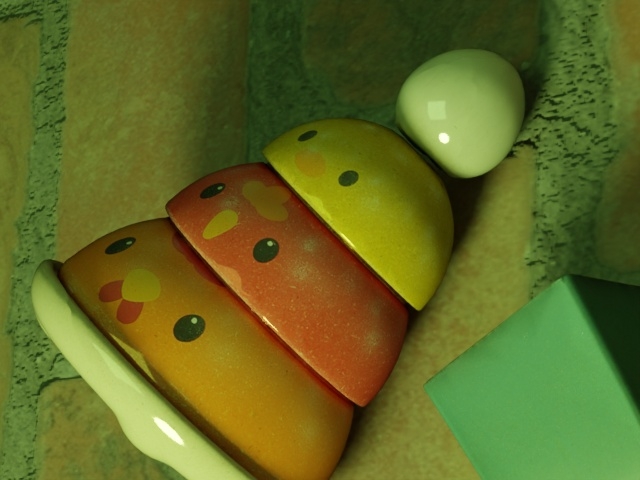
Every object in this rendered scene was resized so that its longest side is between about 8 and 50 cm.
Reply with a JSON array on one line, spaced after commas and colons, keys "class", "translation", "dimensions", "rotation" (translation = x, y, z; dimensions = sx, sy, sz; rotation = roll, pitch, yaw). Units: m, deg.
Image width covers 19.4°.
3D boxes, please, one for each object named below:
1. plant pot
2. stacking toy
[{"class": "plant pot", "translation": [0.237, 0.174, 1.529], "dimensions": [0.166, 0.165, 0.234], "rotation": [-41, 62, 26]}, {"class": "stacking toy", "translation": [0.000, 0.000, 1.739], "dimensions": [0.480, 0.350, 0.350], "rotation": [-47, 50, 0]}]
